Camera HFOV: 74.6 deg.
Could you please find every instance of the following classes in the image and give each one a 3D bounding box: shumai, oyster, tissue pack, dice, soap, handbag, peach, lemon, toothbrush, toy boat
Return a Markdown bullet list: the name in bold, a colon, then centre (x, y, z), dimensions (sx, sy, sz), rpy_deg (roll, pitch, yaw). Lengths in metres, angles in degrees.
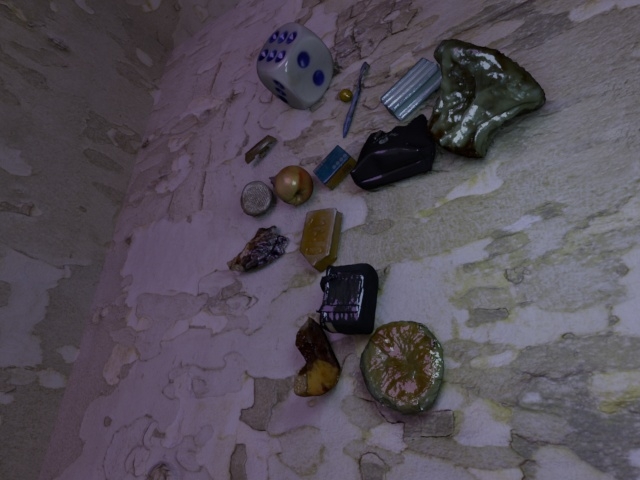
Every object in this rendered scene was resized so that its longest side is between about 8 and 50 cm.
- **shumai**: centre (0.507, -0.456, 1.426), dimensions (0.397, 0.324, 0.324), rpy_deg (31, 110, 5)
- **oyster**: centre (-0.291, 0.037, 1.936), dimensions (0.275, 0.100, 0.271), rpy_deg (7, 57, 45)
- **tissue pack**: centre (0.066, -0.320, 1.851), dimensions (0.169, 0.082, 0.120), rpy_deg (-46, 49, 9)
- **dice**: centre (-0.127, -0.883, 2.147), dimensions (0.276, 0.304, 0.304), rpy_deg (29, 86, 44)
- **soap**: centre (0.385, -0.627, 1.744), dimensions (0.261, 0.094, 0.150), rpy_deg (-41, 38, 12)
- **handbag**: centre (0.294, -0.369, 1.668), dimensions (0.341, 0.152, 0.288), rpy_deg (-13, 44, 32)
- **peach**: centre (-0.120, -0.253, 1.901), dimensions (0.184, 0.184, 0.185), rpy_deg (-18, 57, 30)
- **lemon**: centre (0.121, -0.698, 2.021), dimensions (0.062, 0.062, 0.083), rpy_deg (-53, 40, 3)
- **handbag**: centre (0.099, 0.207, 1.488), dimensions (0.181, 0.181, 0.255), rpy_deg (-4, 64, 29)
- **toothbrush**: centre (0.165, -0.668, 1.990), dimensions (0.035, 0.042, 0.414), rpy_deg (3, 70, 49)
- **soap**: centre (0.000, 0.000, 1.737), dimensions (0.160, 0.080, 0.258), rpy_deg (-8, 62, 36)
- **toy boat**: centre (-0.319, -0.483, 2.247), dimensions (0.206, 0.072, 0.064), rpy_deg (-38, 33, 3)

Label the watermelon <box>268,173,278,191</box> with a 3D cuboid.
- **watermelon**: centre (-0.190, -0.290, 2.032), dimensions (0.121, 0.098, 0.158), rpy_deg (-46, 44, 9)

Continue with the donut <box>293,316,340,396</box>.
- **donut**: centre (-0.018, 0.436, 1.493), dimensions (0.112, 0.151, 0.295), rpy_deg (-38, 35, 34)

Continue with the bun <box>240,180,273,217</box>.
- **bun**: centre (-0.313, -0.200, 2.063), dimensions (0.173, 0.113, 0.167), rpy_deg (-42, 88, -1)

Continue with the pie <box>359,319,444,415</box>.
- **pie**: centre (0.257, 0.391, 1.337), dimensions (0.306, 0.071, 0.307), rpy_deg (-17, 56, 27)
